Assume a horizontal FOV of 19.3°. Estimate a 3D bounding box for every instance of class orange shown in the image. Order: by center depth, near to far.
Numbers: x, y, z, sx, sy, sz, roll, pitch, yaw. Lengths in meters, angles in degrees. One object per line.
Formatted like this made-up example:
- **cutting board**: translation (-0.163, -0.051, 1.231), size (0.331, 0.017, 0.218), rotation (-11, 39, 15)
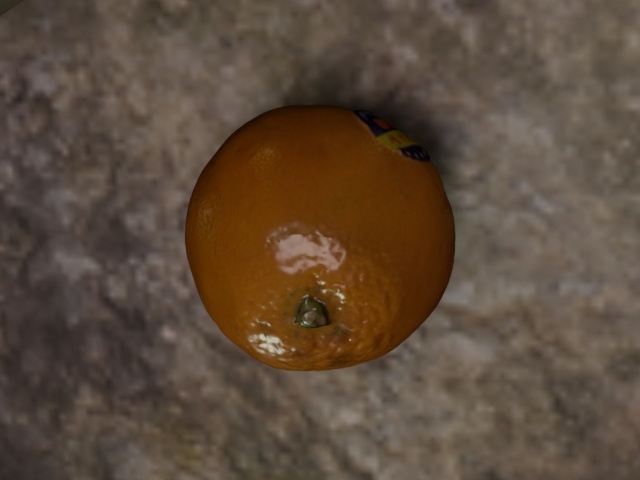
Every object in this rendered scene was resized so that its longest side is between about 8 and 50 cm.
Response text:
- **orange**: translation (0.000, 0.001, 0.561), size (0.083, 0.083, 0.084), rotation (3, 109, 10)

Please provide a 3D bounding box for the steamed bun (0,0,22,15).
- **steamed bun**: translation (-0.219, -0.172, 0.455), size (0.339, 0.247, 0.352), rotation (-24, 98, 16)
